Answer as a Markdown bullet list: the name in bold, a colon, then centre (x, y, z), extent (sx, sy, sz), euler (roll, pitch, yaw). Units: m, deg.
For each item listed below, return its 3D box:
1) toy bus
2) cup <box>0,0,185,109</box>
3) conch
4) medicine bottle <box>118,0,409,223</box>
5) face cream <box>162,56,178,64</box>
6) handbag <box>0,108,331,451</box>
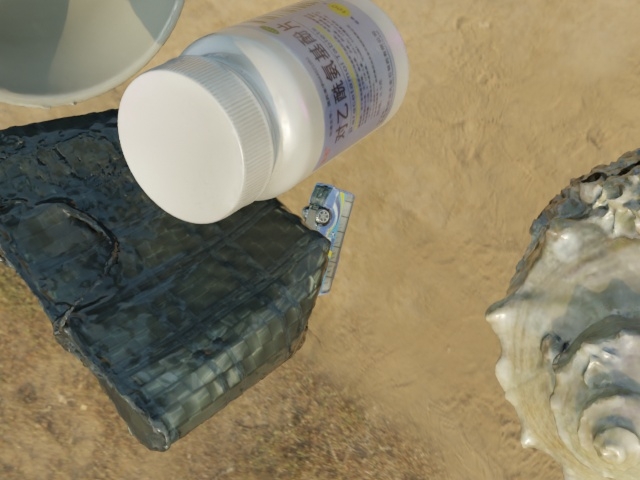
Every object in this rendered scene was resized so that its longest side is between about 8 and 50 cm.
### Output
- **toy bus**: centre (0.000, 0.000, 1.024), extent (0.051, 0.061, 0.152), euler (17, 94, 56)
- **cup**: centre (-0.289, -0.293, 0.634), extent (0.227, 0.301, 0.257), euler (-41, 62, -6)
- **conch**: centre (0.189, 0.027, 0.363), extent (0.178, 0.162, 0.245), euler (23, 33, 24)
- **medicine bottle**: centre (-0.028, -0.088, 0.469), extent (0.103, 0.102, 0.187), euler (26, 37, 21)
- **face cream**: centre (-0.145, -0.169, 1.062), extent (0.206, 0.206, 0.111), euler (42, 110, 23)
- **handbag**: centre (-0.116, 0.001, 0.490), extent (0.175, 0.088, 0.270), euler (-22, 55, -40)
